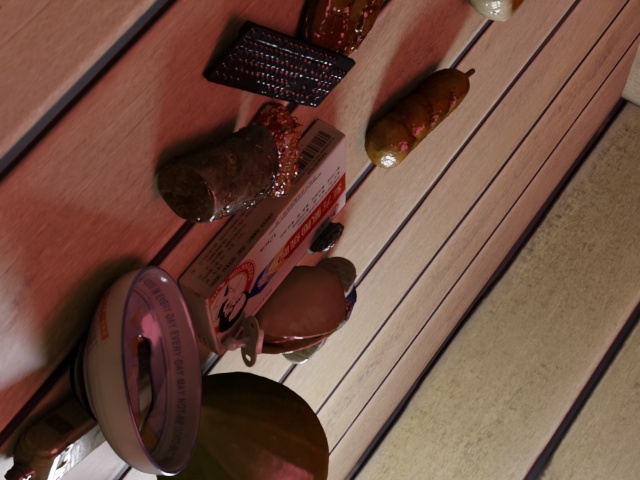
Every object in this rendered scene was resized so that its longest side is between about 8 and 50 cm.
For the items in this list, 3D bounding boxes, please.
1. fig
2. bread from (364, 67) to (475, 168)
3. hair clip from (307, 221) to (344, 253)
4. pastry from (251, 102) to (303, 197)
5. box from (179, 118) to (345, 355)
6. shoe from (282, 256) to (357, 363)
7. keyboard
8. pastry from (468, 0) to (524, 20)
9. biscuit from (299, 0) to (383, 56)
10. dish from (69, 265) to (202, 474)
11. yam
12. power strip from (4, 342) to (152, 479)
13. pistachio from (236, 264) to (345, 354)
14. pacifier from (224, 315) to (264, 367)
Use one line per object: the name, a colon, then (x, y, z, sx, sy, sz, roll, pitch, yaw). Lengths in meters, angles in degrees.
fig: (-0.148, 0.352, 1.937, 0.316, 0.316, 0.316, -50, 161, -24)
bread: (0.192, -0.243, 2.164, 0.344, 0.084, 0.124, -44, 180, -40)
hair clip: (-0.002, -0.001, 2.040, 0.066, 0.036, 0.229, -56, -174, -9)
pastry: (-0.062, -0.125, 1.695, 0.087, 0.063, 0.169, -46, 160, -28)
box: (-0.082, -0.003, 1.855, 0.353, 0.069, 0.214, -49, 161, -22)
shoe: (-0.001, 0.145, 2.265, 0.228, 0.099, 0.125, -58, 161, -15)
keyboard: (-0.045, -0.231, 1.559, 0.101, 0.018, 0.309, -47, 161, 17)
pastry: (0.333, -0.478, 2.135, 0.156, 0.092, 0.156, -52, 165, -20)
biscuit: (0.044, -0.341, 1.656, 0.226, 0.042, 0.226, -50, 160, -26)
dish: (-0.262, 0.175, 1.544, 0.273, 0.133, 0.274, -7, 90, -76)
yam: (-0.130, -0.082, 1.529, 0.183, 0.107, 0.107, -29, 146, -54)
power strip: (-0.308, 0.235, 1.646, 0.387, 0.066, 0.092, -38, 156, -53)
pistachio: (-0.050, 0.115, 2.010, 0.223, 0.152, 0.126, -19, 146, -35)
pacifier: (-0.124, 0.159, 1.851, 0.064, 0.068, 0.083, 0, 107, -31)
